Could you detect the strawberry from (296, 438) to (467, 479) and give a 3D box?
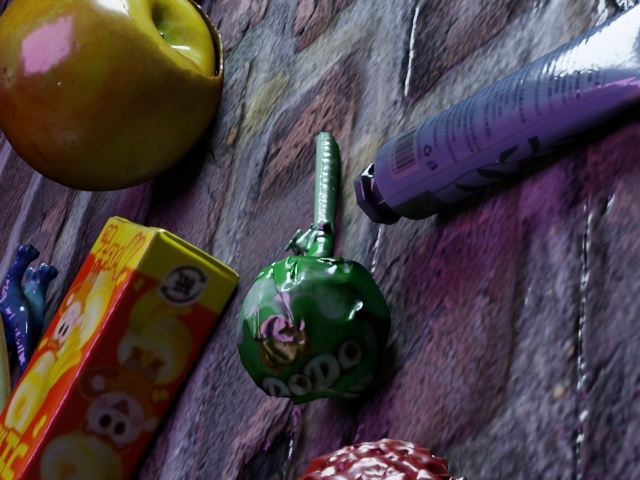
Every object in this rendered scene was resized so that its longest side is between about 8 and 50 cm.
[{"bbox_3d":[0.000,0.176,0.747,0.190,0.111,0.236,-50,23,25],"label":"strawberry"}]

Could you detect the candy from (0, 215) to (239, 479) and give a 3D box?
[{"bbox_3d":[-0.183,0.121,1.224,0.276,0.088,0.146,-62,24,-8],"label":"candy"}]

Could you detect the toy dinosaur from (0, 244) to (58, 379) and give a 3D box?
[{"bbox_3d":[-0.334,0.072,1.621,0.329,0.076,0.144,17,84,56],"label":"toy dinosaur"}]

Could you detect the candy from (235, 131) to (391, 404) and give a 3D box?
[{"bbox_3d":[-0.002,0.001,1.039,0.097,0.097,0.323,-48,17,24],"label":"candy"}]

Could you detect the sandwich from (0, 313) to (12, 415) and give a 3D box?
[{"bbox_3d":[-0.352,0.174,1.435,0.245,0.063,0.212,-34,59,51],"label":"sandwich"}]

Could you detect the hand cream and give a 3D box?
[{"bbox_3d":[0.114,-0.073,0.898,0.256,0.055,0.088,-31,27,44],"label":"hand cream"}]

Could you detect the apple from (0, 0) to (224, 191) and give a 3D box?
[{"bbox_3d":[-0.196,-0.160,1.452,0.208,0.237,0.236,-21,40,29],"label":"apple"}]
